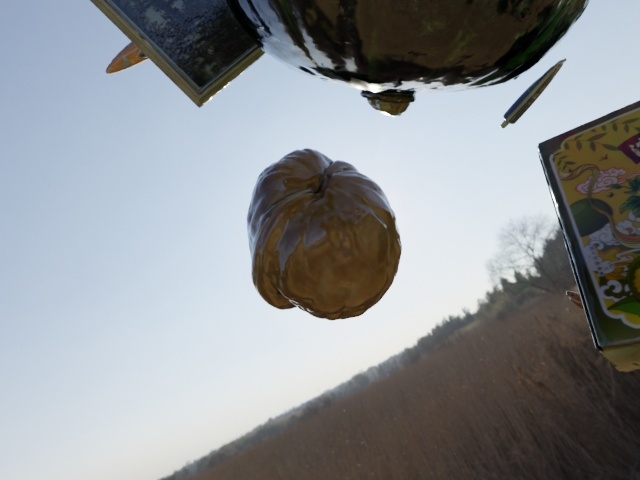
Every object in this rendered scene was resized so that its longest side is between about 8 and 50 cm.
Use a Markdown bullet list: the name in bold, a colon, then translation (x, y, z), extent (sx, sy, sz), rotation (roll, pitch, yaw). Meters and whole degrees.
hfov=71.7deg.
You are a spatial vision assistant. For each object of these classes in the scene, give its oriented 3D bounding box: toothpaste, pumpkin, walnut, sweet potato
- **toothpaste**: translation (0.486, -0.336, 1.028), extent (0.057, 0.035, 0.197), rotation (-29, -18, -38)
- **pumpkin**: translation (0.067, -0.232, 0.381), extent (0.315, 0.315, 0.239), rotation (-10, -62, -40)
- **walnut**: translation (0.000, 0.000, 0.781), extent (0.285, 0.296, 0.286), rotation (-37, -36, -34)
- **sweet potato**: translation (0.582, 0.147, 0.888), extent (0.044, 0.179, 0.044), rotation (-20, -52, -29)

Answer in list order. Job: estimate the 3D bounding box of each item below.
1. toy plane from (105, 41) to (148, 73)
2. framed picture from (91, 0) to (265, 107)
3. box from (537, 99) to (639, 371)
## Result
- **toy plane**: translation (-0.179, -0.335, 0.648), extent (0.316, 0.103, 0.204), rotation (-34, -42, -7)
- **framed picture**: translation (-0.142, -0.245, 0.454), extent (0.142, 0.183, 0.011), rotation (-49, 9, -23)
- **box**: translation (0.583, -0.043, 0.678), extent (0.372, 0.421, 0.138), rotation (-24, -38, 36)
